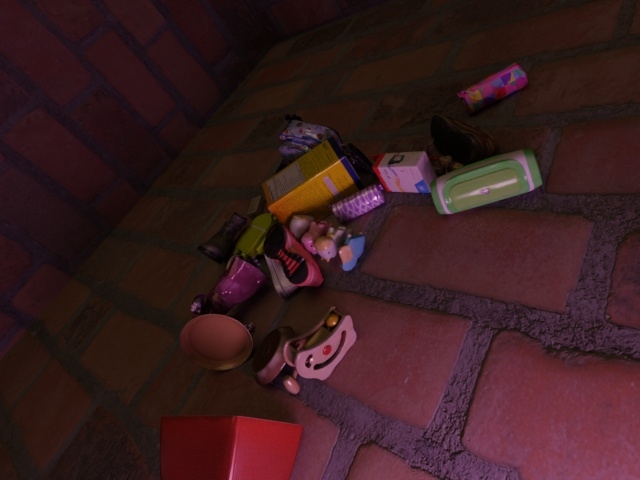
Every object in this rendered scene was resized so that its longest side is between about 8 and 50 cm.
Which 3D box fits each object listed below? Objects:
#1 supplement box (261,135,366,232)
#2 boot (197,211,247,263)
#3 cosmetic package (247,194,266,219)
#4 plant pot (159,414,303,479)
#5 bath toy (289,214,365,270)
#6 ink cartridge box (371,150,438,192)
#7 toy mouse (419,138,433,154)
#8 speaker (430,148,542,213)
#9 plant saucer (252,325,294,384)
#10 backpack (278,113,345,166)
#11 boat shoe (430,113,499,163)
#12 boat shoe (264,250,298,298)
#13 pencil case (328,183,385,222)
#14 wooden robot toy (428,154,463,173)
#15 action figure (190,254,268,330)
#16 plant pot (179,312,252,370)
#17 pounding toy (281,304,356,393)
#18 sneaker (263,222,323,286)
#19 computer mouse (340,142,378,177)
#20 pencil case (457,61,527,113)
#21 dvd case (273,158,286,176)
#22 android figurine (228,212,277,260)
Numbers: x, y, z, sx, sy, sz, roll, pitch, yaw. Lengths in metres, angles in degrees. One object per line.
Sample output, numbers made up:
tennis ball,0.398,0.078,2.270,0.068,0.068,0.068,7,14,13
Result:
supplement box,-0.031,-0.216,1.654,0.357,0.195,0.194,-32,40,9
boot,-0.406,-0.026,1.735,0.222,0.118,0.338,-54,14,-4
cosmetic package,-0.305,-0.157,1.951,0.060,0.041,0.115,-16,43,28
plant pot,-0.230,0.571,1.007,0.267,0.267,0.235,-14,58,30
bath toy,0.000,0.000,1.481,0.348,0.151,0.128,23,112,48
ink cartridge box,0.285,-0.244,1.468,0.231,0.134,0.078,8,58,45
toy mouse,0.375,-0.318,1.509,0.143,0.031,0.161,-42,0,0
speaker,0.492,-0.173,1.230,0.297,0.131,0.131,-17,43,27
plant saucer,-0.156,0.348,1.272,0.198,0.036,0.198,-43,23,23
backpack,-0.034,-0.395,1.797,0.264,0.276,0.213,9,64,29
boat shoe,0.500,-0.359,1.438,0.120,0.122,0.324,-9,37,-12
boat shoe,-0.141,0.103,1.527,0.084,0.095,0.258,-30,49,6
pencil case,0.140,-0.138,1.532,0.206,0.086,0.088,-23,17,19
wooden robot toy,0.430,-0.280,1.441,0.173,0.076,0.079,14,51,46
action figure,-0.369,0.204,1.476,0.370,0.248,0.276,-47,37,-14
plant pot,-0.340,0.330,1.345,0.236,0.236,0.032,-30,24,13
pounding toy,-0.037,0.300,1.178,0.269,0.154,0.155,-50,39,-13
sneaker,-0.097,0.062,1.462,0.116,0.136,0.314,-48,50,12
computer mouse,0.133,-0.340,1.665,0.060,0.184,0.262,-49,36,17
pencil case,0.640,-0.566,1.525,0.236,0.104,0.104,-26,40,16
dvd case,-0.171,-0.356,1.959,0.179,0.030,0.238,120,175,-61
android figurine,-0.278,-0.013,1.752,0.272,0.056,0.248,-53,32,-13
